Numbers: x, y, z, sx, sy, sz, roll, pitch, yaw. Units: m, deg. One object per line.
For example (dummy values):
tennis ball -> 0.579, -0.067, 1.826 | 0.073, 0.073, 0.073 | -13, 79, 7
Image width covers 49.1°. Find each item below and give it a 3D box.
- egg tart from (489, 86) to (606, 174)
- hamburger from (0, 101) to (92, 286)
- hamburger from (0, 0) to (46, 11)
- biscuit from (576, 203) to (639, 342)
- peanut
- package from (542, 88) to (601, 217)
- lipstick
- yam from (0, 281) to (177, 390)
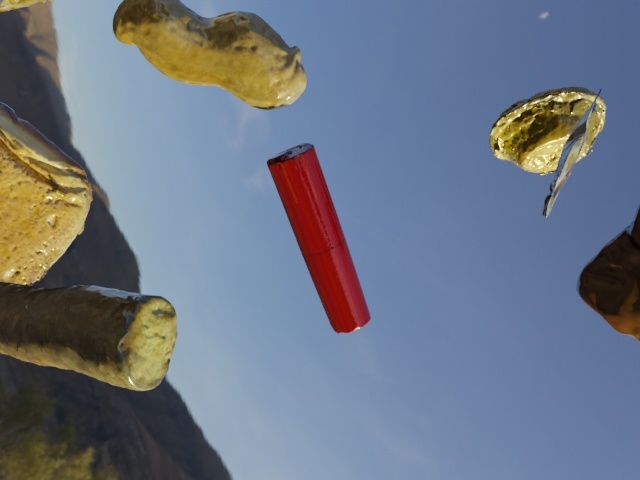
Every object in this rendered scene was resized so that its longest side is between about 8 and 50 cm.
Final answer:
egg tart -> 0.542, -0.242, 1.658 | 0.295, 0.294, 0.116 | 115, -27, -61
hamburger -> -0.545, -0.063, 1.114 | 0.304, 0.284, 0.174 | 44, -22, -18
hamburger -> -0.350, -0.295, 0.662 | 0.206, 0.183, 0.130 | 51, -47, 3
biscuit -> 0.422, 0.040, 0.467 | 0.395, 0.166, 0.343 | 47, -41, 22
peanut -> -0.142, -0.253, 0.929 | 0.101, 0.263, 0.117 | -161, -95, -79
package -> 0.415, -0.141, 1.159 | 0.027, 0.173, 0.171 | 27, -14, 20
lipstick -> 0.001, 0.000, 1.003 | 0.073, 0.073, 0.280 | 25, -43, 63
yam -> -0.270, 0.072, 0.648 | 0.356, 0.081, 0.081 | 4, -67, 35
